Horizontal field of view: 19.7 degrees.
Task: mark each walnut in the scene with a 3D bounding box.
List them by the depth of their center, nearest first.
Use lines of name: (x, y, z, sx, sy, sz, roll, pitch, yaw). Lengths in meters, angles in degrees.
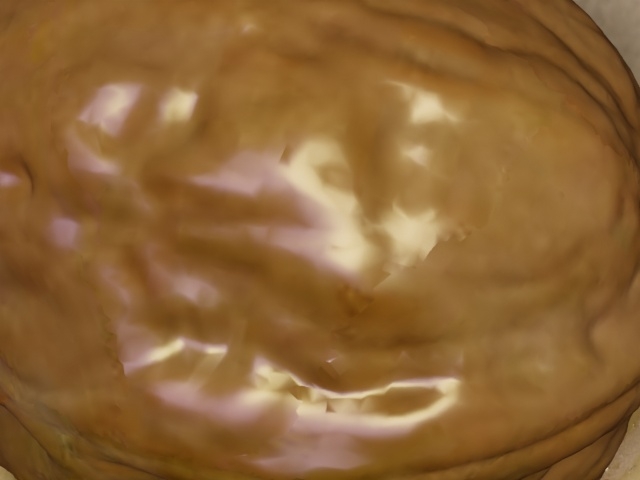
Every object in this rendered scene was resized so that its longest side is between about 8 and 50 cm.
walnut: (-0.001, 0.001, 0.814, 0.344, 0.306, 0.306, 2, 98, 12)

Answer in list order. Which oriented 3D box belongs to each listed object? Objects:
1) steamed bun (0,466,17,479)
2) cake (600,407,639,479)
steamed bun: (-0.187, 0.126, 0.928, 0.141, 0.172, 0.155, 6, 117, 0)
cake: (0.132, 0.117, 0.915, 0.052, 0.065, 0.121, 43, 99, 3)
